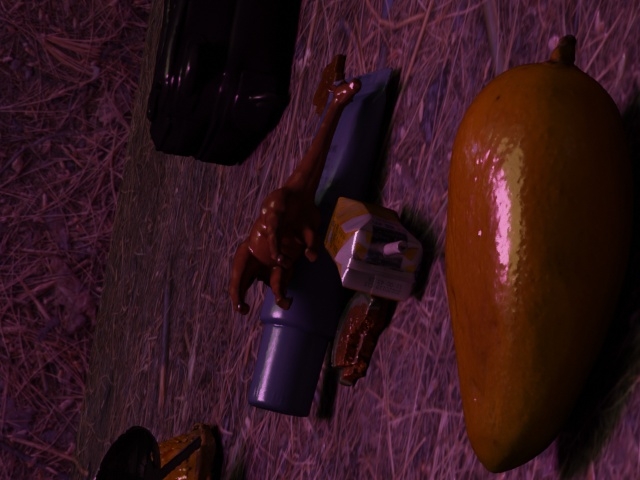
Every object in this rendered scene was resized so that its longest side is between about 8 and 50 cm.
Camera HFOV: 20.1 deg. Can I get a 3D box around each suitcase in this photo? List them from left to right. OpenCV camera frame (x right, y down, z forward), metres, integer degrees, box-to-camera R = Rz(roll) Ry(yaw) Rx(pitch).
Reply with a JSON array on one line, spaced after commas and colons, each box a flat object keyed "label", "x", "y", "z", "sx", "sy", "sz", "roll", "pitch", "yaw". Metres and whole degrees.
[{"label": "suitcase", "x": -0.141, "y": -0.302, "z": 2.627, "sx": 0.339, "sy": 0.188, "sz": 0.345, "roll": 128, "pitch": 150, "yaw": -72}]

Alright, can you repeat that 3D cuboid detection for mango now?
[{"label": "mango", "x": 0.150, "y": 0.011, "z": 1.287, "sx": 0.176, "sy": 0.119, "sz": 0.316, "roll": -176, "pitch": 93, "yaw": -68}]

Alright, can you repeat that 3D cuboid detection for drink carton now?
[{"label": "drink carton", "x": 0.054, "y": 0.013, "z": 1.735, "sx": 0.200, "sy": 0.084, "sz": 0.074, "roll": -115, "pitch": 43, "yaw": -75}]

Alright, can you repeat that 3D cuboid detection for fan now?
[{"label": "fan", "x": -0.233, "y": 0.342, "z": 2.246, "sx": 0.294, "sy": 0.012, "sz": 0.223, "roll": 29, "pitch": -103, "yaw": -70}]

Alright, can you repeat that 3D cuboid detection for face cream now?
[{"label": "face cream", "x": 0.000, "y": 0.000, "z": 1.968, "sx": 0.136, "sy": 0.086, "sz": 0.385, "roll": -5, "pitch": 68, "yaw": 62}]

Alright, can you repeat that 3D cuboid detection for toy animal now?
[{"label": "toy animal", "x": -0.020, "y": -0.045, "z": 1.888, "sx": 0.224, "sy": 0.066, "sz": 0.229, "roll": -54, "pitch": 17, "yaw": 29}]

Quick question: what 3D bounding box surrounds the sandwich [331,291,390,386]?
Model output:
[{"label": "sandwich", "x": 0.039, "y": 0.091, "z": 1.834, "sx": 0.067, "sy": 0.029, "sz": 0.135, "roll": -93, "pitch": 20, "yaw": -49}]

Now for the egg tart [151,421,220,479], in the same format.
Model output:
[{"label": "egg tart", "x": -0.198, "y": 0.341, "z": 2.451, "sx": 0.212, "sy": 0.090, "sz": 0.212, "roll": -164, "pitch": 90, "yaw": -78}]

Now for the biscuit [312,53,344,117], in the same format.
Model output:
[{"label": "biscuit", "x": 0.012, "y": -0.182, "z": 2.205, "sx": 0.092, "sy": 0.016, "sz": 0.082, "roll": -96, "pitch": 28, "yaw": -49}]
